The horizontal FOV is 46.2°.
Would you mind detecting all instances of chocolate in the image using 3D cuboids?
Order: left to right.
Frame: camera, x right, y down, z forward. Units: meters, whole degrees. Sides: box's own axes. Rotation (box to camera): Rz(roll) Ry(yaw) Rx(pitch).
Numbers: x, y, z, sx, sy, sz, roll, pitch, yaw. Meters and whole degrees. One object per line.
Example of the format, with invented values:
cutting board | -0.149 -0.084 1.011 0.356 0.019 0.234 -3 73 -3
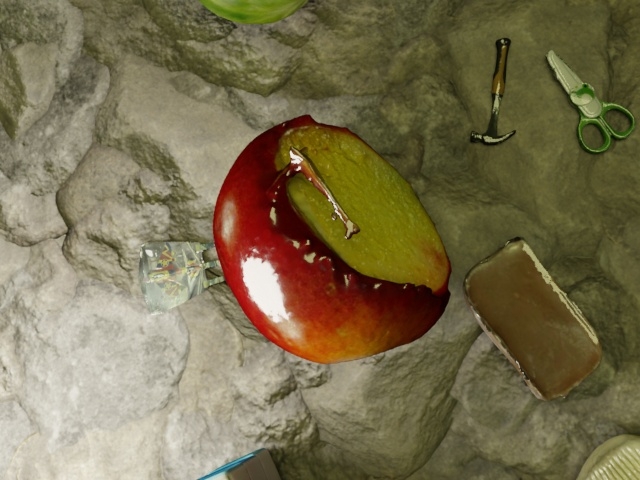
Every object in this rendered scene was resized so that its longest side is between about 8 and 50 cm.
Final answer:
chocolate | 0.345 0.138 1.263 0.161 0.083 0.261 -29 78 -15

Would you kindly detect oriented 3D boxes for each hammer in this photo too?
hammer | 0.325 -0.270 1.362 0.078 0.021 0.201 9 83 10

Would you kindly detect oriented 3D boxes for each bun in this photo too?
bun | 0.500 0.394 1.190 0.164 0.111 0.188 43 97 25

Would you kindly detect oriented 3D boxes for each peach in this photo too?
peach | -0.001 0.020 1.211 0.406 0.335 0.310 48 123 -1

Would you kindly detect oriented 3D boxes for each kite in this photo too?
kite | -0.225 0.048 1.394 0.245 0.015 0.141 -14 80 10

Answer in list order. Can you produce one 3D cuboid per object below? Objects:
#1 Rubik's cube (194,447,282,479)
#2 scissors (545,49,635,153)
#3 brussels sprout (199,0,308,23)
Rubik's cube | -0.180 0.527 1.171 0.292 0.290 0.291 -26 78 5
scissors | 0.467 -0.255 1.336 0.101 0.027 0.204 -31 80 1
brussels sprout | -0.085 -0.563 1.344 0.355 0.281 0.289 -14 80 -4
